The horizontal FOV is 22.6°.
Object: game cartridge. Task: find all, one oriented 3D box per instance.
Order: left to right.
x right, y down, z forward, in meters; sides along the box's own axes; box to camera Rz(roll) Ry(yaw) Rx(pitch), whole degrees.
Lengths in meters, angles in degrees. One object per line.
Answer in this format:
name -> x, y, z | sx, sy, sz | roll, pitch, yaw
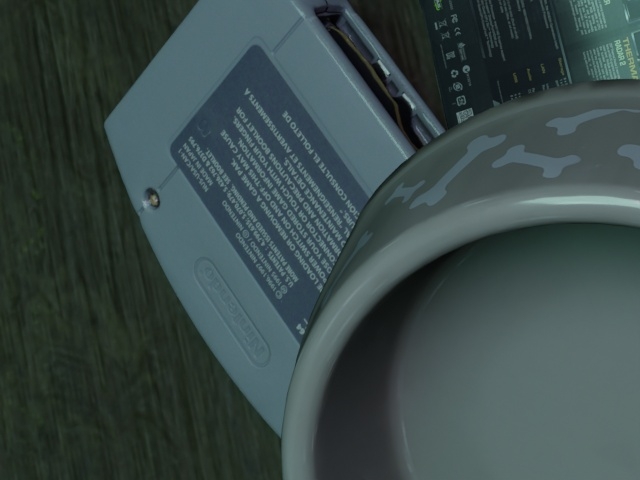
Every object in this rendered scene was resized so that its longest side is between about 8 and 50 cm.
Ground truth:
game cartridge -> 0.000, 0.000, 0.903 | 0.196, 0.060, 0.294 | -44, 72, 32

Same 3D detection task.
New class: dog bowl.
dog bowl -> 0.139, 0.105, 0.748 | 0.349, 0.102, 0.348 | 7, 112, 18

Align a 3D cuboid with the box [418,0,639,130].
box -> 0.149, -0.138, 0.880 | 0.183, 0.059, 0.232 | -18, 78, 25
